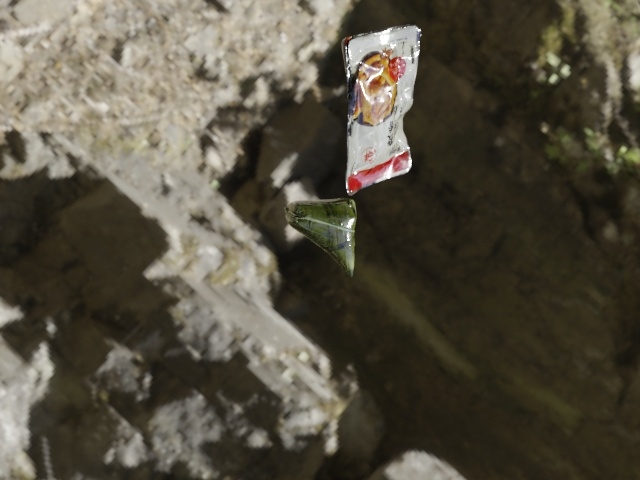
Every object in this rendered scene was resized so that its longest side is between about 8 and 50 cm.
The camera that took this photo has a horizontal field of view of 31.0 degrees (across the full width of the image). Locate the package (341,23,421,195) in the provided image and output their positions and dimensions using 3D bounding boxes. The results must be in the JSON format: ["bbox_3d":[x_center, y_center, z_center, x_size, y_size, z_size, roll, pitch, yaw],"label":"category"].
[{"bbox_3d":[0.088,-0.196,1.714,0.154,0.030,0.239,-21,123,-40],"label":"package"}]

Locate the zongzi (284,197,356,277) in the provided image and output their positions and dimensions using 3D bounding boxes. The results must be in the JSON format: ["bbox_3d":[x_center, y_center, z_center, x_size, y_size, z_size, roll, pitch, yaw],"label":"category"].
[{"bbox_3d":[0.000,0.000,1.579,0.104,0.052,0.113,-4,100,-26],"label":"zongzi"}]

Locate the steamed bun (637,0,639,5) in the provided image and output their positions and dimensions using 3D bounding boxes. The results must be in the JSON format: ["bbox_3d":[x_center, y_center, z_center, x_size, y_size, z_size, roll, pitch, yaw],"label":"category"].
[{"bbox_3d":[0.526,-0.306,1.239,0.394,0.237,0.346,-44,175,-43],"label":"steamed bun"}]
